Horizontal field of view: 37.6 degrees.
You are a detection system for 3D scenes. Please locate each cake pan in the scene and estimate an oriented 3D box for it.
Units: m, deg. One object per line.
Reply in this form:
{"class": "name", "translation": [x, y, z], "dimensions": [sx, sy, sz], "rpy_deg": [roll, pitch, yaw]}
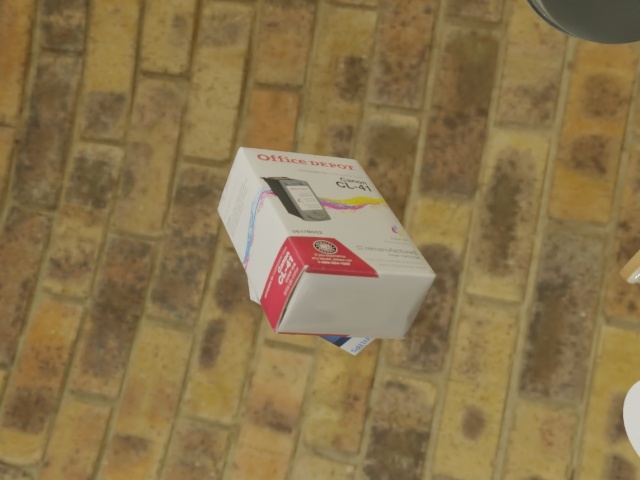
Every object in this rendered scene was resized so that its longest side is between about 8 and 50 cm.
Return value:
{"class": "cake pan", "translation": [0.413, -0.393, 1.280], "dimensions": [0.054, 0.293, 0.293], "rpy_deg": [-84, -7, -51]}

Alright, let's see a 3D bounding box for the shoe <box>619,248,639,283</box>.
{"class": "shoe", "translation": [0.439, -0.010, 1.055], "dimensions": [0.058, 0.219, 0.076], "rpy_deg": [59, -163, 18]}

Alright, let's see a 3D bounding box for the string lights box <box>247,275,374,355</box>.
{"class": "string lights box", "translation": [-0.014, 0.099, 1.757], "dimensions": [0.077, 0.260, 0.133], "rpy_deg": [-43, 33, 24]}

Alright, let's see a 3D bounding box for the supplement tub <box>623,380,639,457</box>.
{"class": "supplement tub", "translation": [0.613, 0.242, 1.421], "dimensions": [0.272, 0.191, 0.191], "rpy_deg": [-17, -57, -31]}

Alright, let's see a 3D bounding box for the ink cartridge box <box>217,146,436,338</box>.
{"class": "ink cartridge box", "translation": [0.000, 0.000, 1.409], "dimensions": [0.306, 0.226, 0.131], "rpy_deg": [61, 137, 44]}
